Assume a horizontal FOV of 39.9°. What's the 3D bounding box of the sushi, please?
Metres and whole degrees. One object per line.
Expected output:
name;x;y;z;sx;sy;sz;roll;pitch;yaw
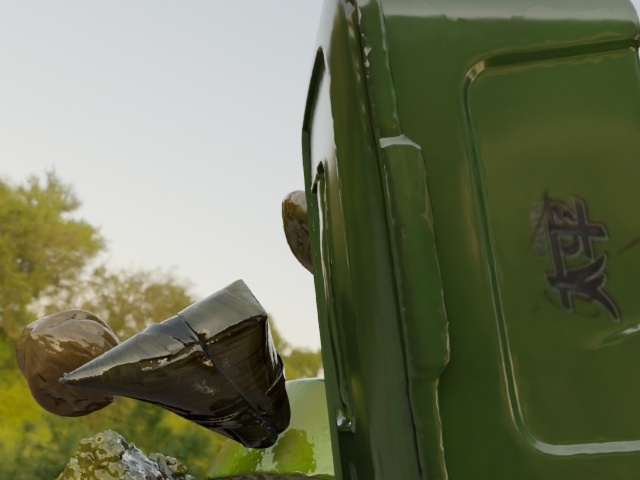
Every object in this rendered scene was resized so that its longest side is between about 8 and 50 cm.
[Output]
sushi;-0.307;0.533;1.559;0.396;0.240;0.351;37;-5;26

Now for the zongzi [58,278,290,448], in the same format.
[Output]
zongzi;-0.155;0.187;1.039;0.112;0.242;0.221;40;-29;52

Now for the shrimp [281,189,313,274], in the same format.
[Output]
shrimp;0.000;0.000;1.461;0.063;0.152;0.287;-11;16;-22

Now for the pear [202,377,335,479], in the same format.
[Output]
pear;0.028;0.311;1.293;0.399;0.165;0.399;8;-24;4

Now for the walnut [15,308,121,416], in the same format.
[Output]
walnut;-0.350;0.174;1.251;0.166;0.149;0.166;20;-23;9

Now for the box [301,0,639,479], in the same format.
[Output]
box;0.090;0.027;0.510;0.178;0.328;0.253;-4;-11;-7
